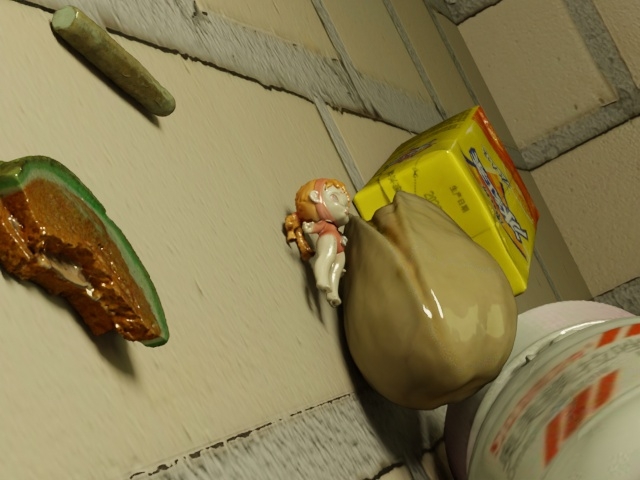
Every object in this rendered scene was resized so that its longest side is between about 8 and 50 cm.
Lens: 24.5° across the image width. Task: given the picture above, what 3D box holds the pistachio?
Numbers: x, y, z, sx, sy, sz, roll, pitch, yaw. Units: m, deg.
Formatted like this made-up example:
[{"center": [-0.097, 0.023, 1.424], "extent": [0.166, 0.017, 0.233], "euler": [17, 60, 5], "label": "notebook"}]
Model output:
[{"center": [0.074, 0.040, 1.096], "extent": [0.136, 0.136, 0.226], "euler": [54, 9, -31], "label": "pistachio"}]

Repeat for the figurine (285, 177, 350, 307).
[{"center": [0.000, 0.000, 1.076], "extent": [0.064, 0.047, 0.109], "euler": [58, 21, -44], "label": "figurine"}]

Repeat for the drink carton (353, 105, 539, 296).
[{"center": [0.135, -0.032, 1.486], "extent": [0.154, 0.111, 0.351], "euler": [60, 15, -5], "label": "drink carton"}]

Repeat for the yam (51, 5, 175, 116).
[{"center": [-0.121, -0.105, 0.885], "extent": [0.116, 0.021, 0.021], "euler": [42, 25, -54], "label": "yam"}]

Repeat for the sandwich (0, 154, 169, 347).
[{"center": [-0.118, 0.000, 0.684], "extent": [0.135, 0.029, 0.067], "euler": [47, 20, -46], "label": "sandwich"}]

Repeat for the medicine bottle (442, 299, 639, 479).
[{"center": [0.228, 0.177, 1.045], "extent": [0.256, 0.256, 0.325], "euler": [59, -2, -15], "label": "medicine bottle"}]
